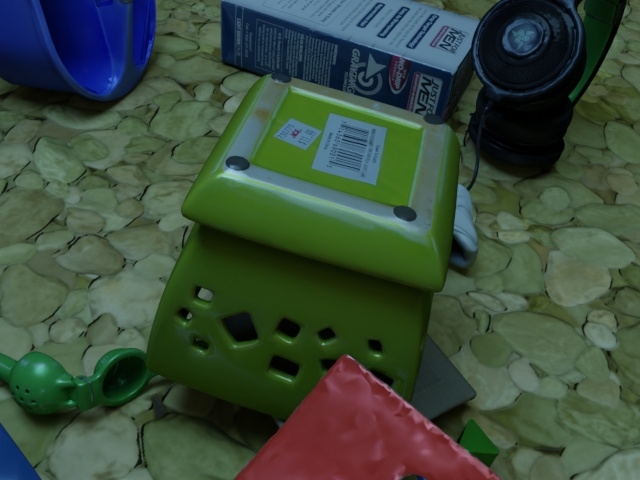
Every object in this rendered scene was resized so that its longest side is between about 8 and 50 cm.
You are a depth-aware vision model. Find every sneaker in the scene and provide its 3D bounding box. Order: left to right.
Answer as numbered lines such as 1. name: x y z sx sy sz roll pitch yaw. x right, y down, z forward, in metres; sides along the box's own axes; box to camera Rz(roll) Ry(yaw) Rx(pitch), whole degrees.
1. sneaker: 0.070 -0.008 0.803 0.232 0.090 0.115 -3 48 -10

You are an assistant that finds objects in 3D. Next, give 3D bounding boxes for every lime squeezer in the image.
1. lime squeezer: -0.208 0.115 0.672 0.310 0.059 0.110 -1 12 -9

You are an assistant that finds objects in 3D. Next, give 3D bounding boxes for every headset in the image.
1. headset: 0.233 -0.202 0.933 0.185 0.243 0.394 35 70 27

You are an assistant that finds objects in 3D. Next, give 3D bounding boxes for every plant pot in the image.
1. plant pot: 0.000 0.000 0.626 0.227 0.207 0.228 17 40 2

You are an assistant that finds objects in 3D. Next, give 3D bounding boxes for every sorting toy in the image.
1. sorting toy: 0.020 0.117 0.696 0.196 0.047 0.348 -15 50 -31

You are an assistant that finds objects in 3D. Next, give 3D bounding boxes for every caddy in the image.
1. caddy: -0.320 -0.347 0.931 0.179 0.341 0.241 7 37 21

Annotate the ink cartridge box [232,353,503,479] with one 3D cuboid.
1. ink cartridge box: -0.010 0.277 0.401 0.308 0.091 0.385 36 74 27

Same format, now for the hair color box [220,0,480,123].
1. hair color box: 0.046 -0.289 1.075 0.347 0.105 0.174 21 46 14

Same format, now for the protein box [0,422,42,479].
1. protein box: -0.318 0.190 0.498 0.201 0.136 0.200 -32 59 -34
